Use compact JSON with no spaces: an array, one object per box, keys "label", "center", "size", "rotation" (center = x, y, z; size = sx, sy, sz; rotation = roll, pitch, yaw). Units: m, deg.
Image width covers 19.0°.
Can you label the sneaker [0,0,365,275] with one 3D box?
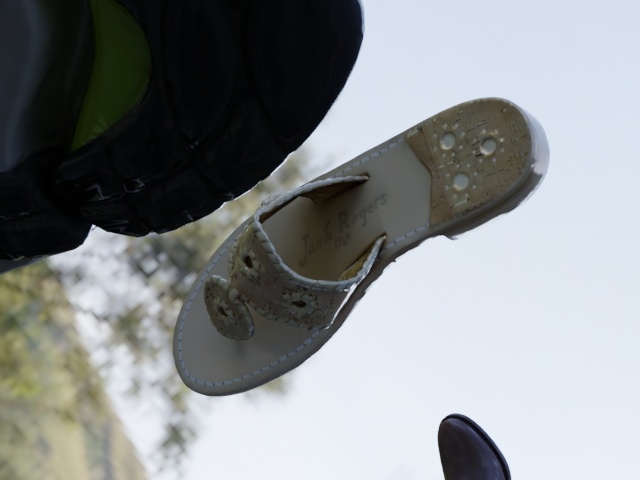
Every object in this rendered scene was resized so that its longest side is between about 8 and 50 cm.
[{"label":"sneaker","center":[-0.101,-0.045,0.432],"size":[0.300,0.121,0.111],"rotation":[-18,-51,36]}]

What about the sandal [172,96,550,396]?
[{"label":"sandal","center":[-0.002,-0.005,0.970],"size":[0.079,0.240,0.088],"rotation":[23,39,-57]}]

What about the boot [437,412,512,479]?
[{"label":"boot","center":[0.062,0.147,1.034],"size":[0.037,0.114,0.106],"rotation":[-37,-111,34]}]
